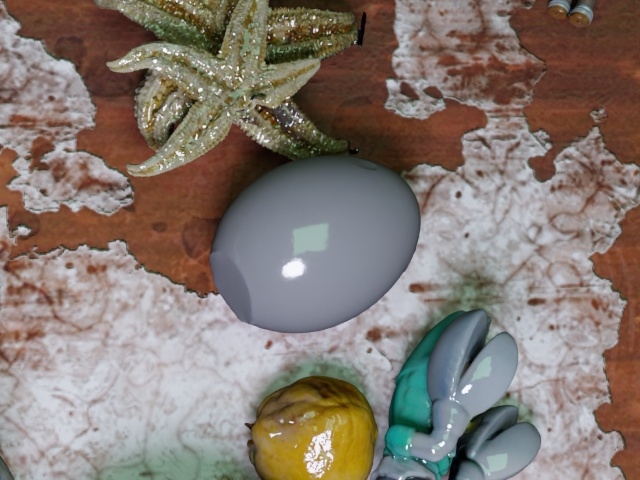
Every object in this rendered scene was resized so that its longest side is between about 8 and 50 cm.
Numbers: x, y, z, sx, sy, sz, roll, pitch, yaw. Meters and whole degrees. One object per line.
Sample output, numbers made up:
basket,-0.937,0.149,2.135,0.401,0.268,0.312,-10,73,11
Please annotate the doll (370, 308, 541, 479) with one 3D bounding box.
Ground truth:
doll,0.142,0.198,1.510,0.153,0.195,0.258,14,78,22

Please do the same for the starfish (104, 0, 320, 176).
starfish,-0.117,-0.173,1.506,0.247,0.050,0.138,-34,93,-17

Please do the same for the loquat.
loquat,-0.009,0.205,1.486,0.137,0.113,0.137,-1,98,-7

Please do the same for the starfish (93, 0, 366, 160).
starfish,-0.086,-0.223,1.594,0.303,0.113,0.312,-9,85,-15

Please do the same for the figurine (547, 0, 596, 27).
figurine,0.335,-0.356,1.755,0.147,0.093,0.197,23,69,4

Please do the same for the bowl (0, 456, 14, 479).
bowl,-0.335,0.290,1.281,0.146,0.313,0.313,19,68,-35

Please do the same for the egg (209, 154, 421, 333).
egg,0.000,0.000,1.511,0.232,0.176,0.176,-24,81,-30
